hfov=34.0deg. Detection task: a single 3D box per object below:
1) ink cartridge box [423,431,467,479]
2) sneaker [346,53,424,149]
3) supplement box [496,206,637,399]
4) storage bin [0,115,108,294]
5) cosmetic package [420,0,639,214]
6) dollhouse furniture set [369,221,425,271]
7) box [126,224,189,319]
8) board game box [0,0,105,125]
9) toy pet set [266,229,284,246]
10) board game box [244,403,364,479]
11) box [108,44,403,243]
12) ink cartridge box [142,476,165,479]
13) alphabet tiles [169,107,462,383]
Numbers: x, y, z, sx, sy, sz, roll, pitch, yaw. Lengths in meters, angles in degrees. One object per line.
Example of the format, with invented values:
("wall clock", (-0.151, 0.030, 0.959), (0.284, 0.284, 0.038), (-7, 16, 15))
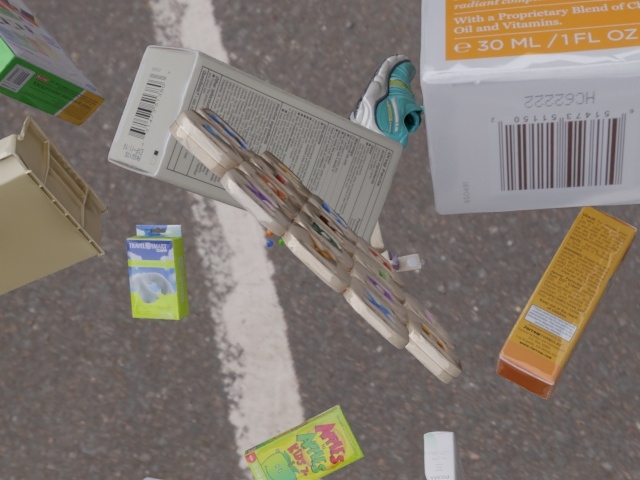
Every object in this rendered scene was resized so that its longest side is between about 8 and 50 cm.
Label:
("ink cartridge box", (0.201, 0.439, 1.626), (0.056, 0.181, 0.224), (-7, 39, 13))
("sneaker", (0.117, -0.219, 1.727), (0.110, 0.275, 0.107), (31, 124, -3))
("supplement box", (0.304, 0.074, 1.294), (0.080, 0.078, 0.233), (26, 73, 17))
("storage bin", (-0.530, -0.045, 1.725), (0.262, 0.260, 0.123), (-21, 46, 11))
("cosmetic package", (0.216, -0.242, 0.998), (0.230, 0.161, 0.453), (-3, 46, 9))
("dollhouse furniture set", (0.123, 0.000, 1.701), (0.081, 0.091, 0.114), (-10, 67, -4))
("box", (-0.314, 0.061, 2.015), (0.109, 0.042, 0.178), (1, 100, 23))
("board game box", (-0.501, -0.331, 1.618), (0.064, 0.242, 0.316), (-44, 70, 9))
("toy pet set", (-0.066, -0.055, 2.251), (0.065, 0.122, 0.114), (47, 132, 41))
("board game box", (-0.028, 0.361, 1.776), (0.181, 0.043, 0.092), (-26, 90, 0))
("box", (-0.067, -0.101, 1.214), (0.121, 0.311, 0.147), (19, 88, 52))
("ink cartridge box", (-0.114, 0.332, 1.074), (0.191, 0.139, 0.082), (0, 26, 34))
("alphabet tiles", (0.000, 0.000, 0.826), (0.284, 0.278, 0.021), (42, 98, -4))
